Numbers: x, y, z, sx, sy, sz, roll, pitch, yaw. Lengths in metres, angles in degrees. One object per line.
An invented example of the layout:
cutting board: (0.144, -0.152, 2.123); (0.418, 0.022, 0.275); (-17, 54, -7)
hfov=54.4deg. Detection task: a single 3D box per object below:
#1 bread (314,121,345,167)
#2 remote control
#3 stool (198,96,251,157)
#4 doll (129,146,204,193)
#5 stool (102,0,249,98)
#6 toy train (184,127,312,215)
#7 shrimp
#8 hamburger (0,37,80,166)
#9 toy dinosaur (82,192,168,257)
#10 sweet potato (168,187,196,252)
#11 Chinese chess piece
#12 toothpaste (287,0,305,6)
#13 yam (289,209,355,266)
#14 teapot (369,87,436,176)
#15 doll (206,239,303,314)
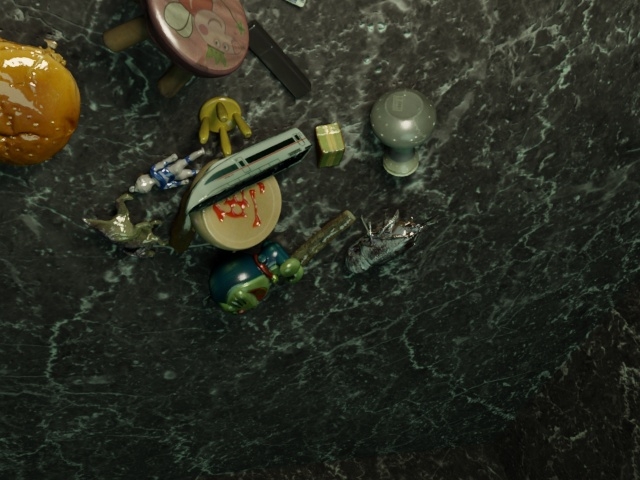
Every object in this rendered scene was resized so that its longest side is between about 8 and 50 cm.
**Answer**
bread: (0.022, -0.271, 1.800); (0.074, 0.084, 0.139); (-13, 169, -7)
remote control: (-0.111, -0.447, 1.557); (0.063, 0.025, 0.245); (-31, 137, 20)
stool: (-0.251, -0.295, 1.604); (0.134, 0.111, 0.134); (-10, 137, -11)
doll: (-0.418, -0.185, 1.705); (0.227, 0.057, 0.114); (-23, 145, -9)
stool: (-0.299, -0.451, 1.308); (0.178, 0.272, 0.272); (-14, 146, 36)
toy train: (-0.200, -0.185, 1.607); (0.407, 0.088, 0.086); (-32, 174, -36)
shrimp: (0.213, -0.016, 2.048); (0.372, 0.137, 0.172); (-40, 130, 23)
hamburger: (-0.690, -0.312, 1.388); (0.289, 0.170, 0.314); (6, 132, -34)
toy dinosaur: (-0.551, -0.024, 1.810); (0.162, 0.077, 0.294); (-26, 138, 10)
sweet potato: (-0.399, -0.052, 1.837); (0.077, 0.077, 0.244); (4, 134, -24)
Chinese chess piece: (-0.236, -0.103, 1.730); (0.273, 0.102, 0.274); (-9, 107, -32)
toothpaste: (-0.022, -0.619, 1.397); (0.057, 0.035, 0.197); (17, 130, -22)
yam: (0.000, 0.000, 2.045); (0.274, 0.061, 0.061); (-40, 134, 20)
teapot: (0.227, -0.293, 1.743); (0.183, 0.184, 0.251); (-15, 149, -4)
doll: (-0.224, 0.117, 2.002); (0.321, 0.186, 0.198); (-29, 159, -7)
